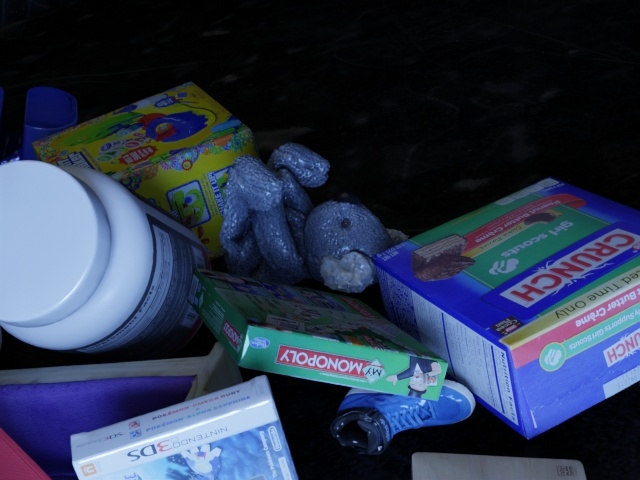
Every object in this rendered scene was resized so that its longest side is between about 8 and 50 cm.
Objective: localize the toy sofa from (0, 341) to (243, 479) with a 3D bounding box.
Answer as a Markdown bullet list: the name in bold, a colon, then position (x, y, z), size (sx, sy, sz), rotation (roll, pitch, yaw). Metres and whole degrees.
- **toy sofa**: position (-0.259, 0.223, 1.298), size (0.362, 0.150, 0.177), rotation (-5, 28, 18)

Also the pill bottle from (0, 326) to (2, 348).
- **pill bottle**: position (-0.536, 0.084, 1.689), size (0.160, 0.160, 0.283), rotation (-21, 28, -12)

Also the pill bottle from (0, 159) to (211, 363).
- **pill bottle**: position (-0.273, 0.030, 1.422), size (0.210, 0.210, 0.363), rotation (-10, -13, 10)

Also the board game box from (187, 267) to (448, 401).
- **board game box**: position (-0.016, 0.096, 1.339), size (0.213, 0.046, 0.317), rotation (13, 5, -16)

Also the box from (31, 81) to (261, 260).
- **box**: position (-0.253, -0.082, 1.843), size (0.279, 0.177, 0.290), rotation (-24, 28, -14)

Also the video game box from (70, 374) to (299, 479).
- **video game box**: position (-0.111, 0.242, 1.128), size (0.187, 0.205, 0.048), rotation (-17, 29, -2)

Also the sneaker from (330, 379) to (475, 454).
- **sneaker**: position (0.083, 0.190, 1.284), size (0.152, 0.058, 0.084), rotation (-3, 27, 26)

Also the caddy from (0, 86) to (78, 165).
- **caddy**: position (-0.542, -0.155, 2.133), size (0.241, 0.179, 0.341), rotation (2, 21, -13)

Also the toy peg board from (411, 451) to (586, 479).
- **toy peg board**: position (0.162, 0.274, 1.092), size (0.160, 0.079, 0.161), rotation (3, 29, 1)

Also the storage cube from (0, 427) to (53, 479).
- **storage cube**: position (-0.332, 0.303, 1.109), size (0.193, 0.184, 0.215), rotation (-34, 49, -31)

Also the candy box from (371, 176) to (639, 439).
- **candy box**: position (0.247, 0.059, 1.364), size (0.268, 0.122, 0.317), rotation (-24, 25, -17)

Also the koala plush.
- **koala plush**: position (0.000, 0.000, 1.594), size (0.221, 0.203, 0.196), rotation (17, 19, 19)
